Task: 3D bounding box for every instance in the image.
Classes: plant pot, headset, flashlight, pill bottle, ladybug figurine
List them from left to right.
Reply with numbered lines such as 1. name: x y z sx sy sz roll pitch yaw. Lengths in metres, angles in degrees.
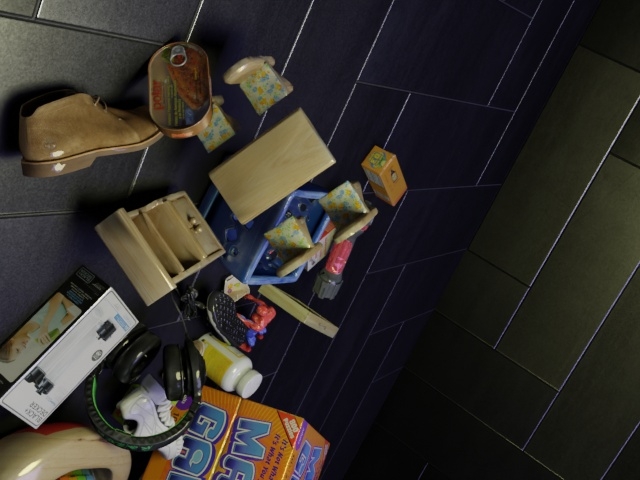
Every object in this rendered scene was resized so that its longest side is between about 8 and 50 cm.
1. ladybug figurine: -0.579 0.508 1.713 0.305 0.162 0.449 -54 156 -3
2. headset: -0.359 0.275 1.782 0.185 0.244 0.394 111 -1 -60
3. pill bottle: -0.243 0.325 2.089 0.103 0.184 0.103 -42 152 -29
4. plant pot: -0.132 -0.055 1.786 0.235 0.212 0.236 -61 156 12
5. flashlight: 0.058 0.026 2.260 0.103 0.103 0.303 6 118 -34

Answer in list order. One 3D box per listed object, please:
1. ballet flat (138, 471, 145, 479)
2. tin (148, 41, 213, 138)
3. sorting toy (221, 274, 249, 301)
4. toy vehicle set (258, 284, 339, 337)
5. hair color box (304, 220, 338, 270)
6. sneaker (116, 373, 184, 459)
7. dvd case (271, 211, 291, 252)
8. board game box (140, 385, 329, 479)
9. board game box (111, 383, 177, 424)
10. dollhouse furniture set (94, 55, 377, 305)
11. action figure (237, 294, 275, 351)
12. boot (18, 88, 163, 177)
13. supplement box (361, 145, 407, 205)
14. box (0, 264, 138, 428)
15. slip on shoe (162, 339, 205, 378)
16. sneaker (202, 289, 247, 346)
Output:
1. ballet flat: -0.497 0.714 2.248 0.248 0.086 0.086 -59 156 0
2. tin: -0.240 -0.258 1.385 0.106 0.189 0.040 -6 152 -2
3. sorting toy: -0.223 0.118 2.048 0.083 0.045 0.075 -34 141 -40
4. toy vehicle set: -0.058 0.200 2.304 0.035 0.166 0.267 -56 156 -3
5. hair color box: 0.000 0.000 2.303 0.167 0.053 0.093 -42 152 -33
6. sneaker: -0.409 0.440 1.929 0.118 0.110 0.292 -35 141 -26
7. dvd case: -0.119 -0.010 2.114 0.119 0.013 0.087 -42 153 -26
8. board game box: -0.227 0.631 2.186 0.356 0.357 0.356 63 44 -63
9. board game box: -0.433 0.413 2.016 0.092 0.043 0.181 -57 156 -1
10. dollhouse furniture set: -0.169 -0.080 1.477 0.394 0.362 0.256 -33 -178 21
11. action figure: -0.200 0.204 2.161 0.091 0.139 0.280 -48 177 -25
12. boot: -0.361 -0.197 1.323 0.305 0.112 0.115 -33 124 -53
13. supplement box: 0.192 -0.190 2.398 0.078 0.080 0.233 -53 158 -9
14. box: -0.506 0.208 1.565 0.290 0.087 0.169 -47 154 -19
15. slip on shoe: -0.347 0.303 2.037 0.135 0.051 0.041 -43 157 -10
16. sneaker: -0.259 0.198 2.005 0.234 0.097 0.084 73 36 -53
